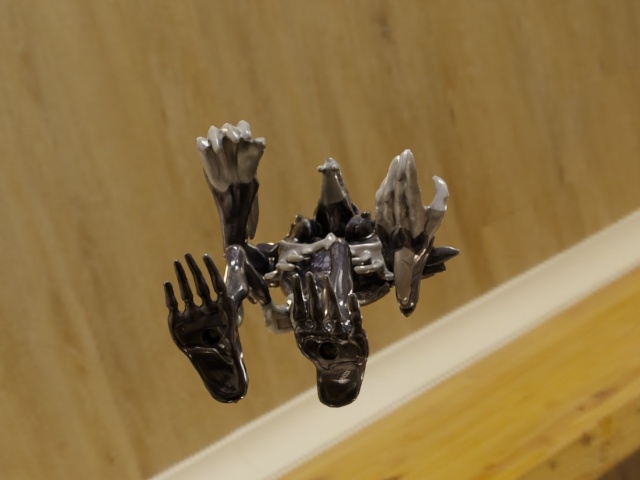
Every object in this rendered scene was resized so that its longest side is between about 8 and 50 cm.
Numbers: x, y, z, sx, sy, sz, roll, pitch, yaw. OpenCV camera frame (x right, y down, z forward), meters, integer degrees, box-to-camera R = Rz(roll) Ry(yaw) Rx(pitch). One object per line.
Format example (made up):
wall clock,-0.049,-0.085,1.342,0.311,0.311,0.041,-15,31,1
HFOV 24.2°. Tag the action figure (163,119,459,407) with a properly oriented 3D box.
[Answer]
action figure,0.000,0.000,0.925,0.275,0.164,0.141,-61,-27,-70
